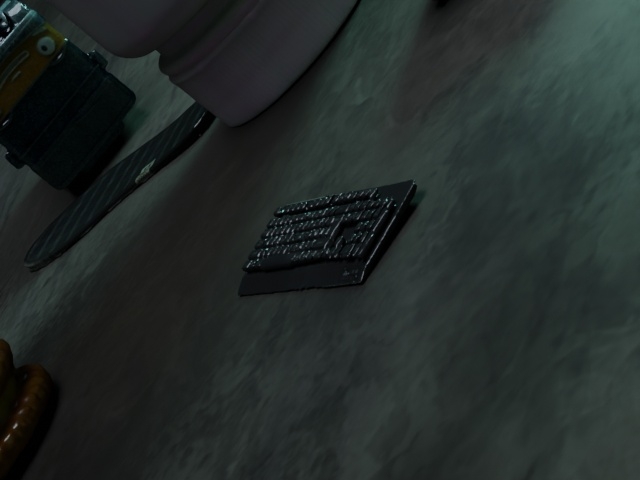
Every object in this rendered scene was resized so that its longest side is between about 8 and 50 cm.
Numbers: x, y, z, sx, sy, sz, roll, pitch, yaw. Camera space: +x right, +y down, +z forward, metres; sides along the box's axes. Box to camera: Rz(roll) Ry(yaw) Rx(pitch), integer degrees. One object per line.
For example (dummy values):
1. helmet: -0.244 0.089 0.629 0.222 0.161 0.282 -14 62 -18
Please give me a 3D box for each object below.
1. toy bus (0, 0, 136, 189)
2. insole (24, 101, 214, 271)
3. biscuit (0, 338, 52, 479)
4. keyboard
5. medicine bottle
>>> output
1. toy bus: -0.294 -0.149 2.051 0.138 0.167 0.275 -51 12 -3
2. insole: -0.184 -0.056 1.830 0.309 0.012 0.110 -34 22 44
3. biscuit: -0.293 0.172 1.533 0.220 0.066 0.220 -47 14 16
4. keyboard: -0.001 -0.001 1.242 0.074 0.015 0.196 -56 17 -16
5. medicine bottle: -0.159 -0.278 1.603 0.213 0.379 0.213 -45 17 18
